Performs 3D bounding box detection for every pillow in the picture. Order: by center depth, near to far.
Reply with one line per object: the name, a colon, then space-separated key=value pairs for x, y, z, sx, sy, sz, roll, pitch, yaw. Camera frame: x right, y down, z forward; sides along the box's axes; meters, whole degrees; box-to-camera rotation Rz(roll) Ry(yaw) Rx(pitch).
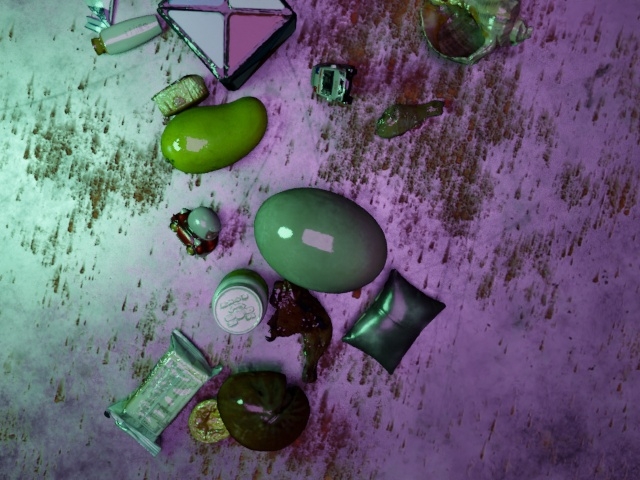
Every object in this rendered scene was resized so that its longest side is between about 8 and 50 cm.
pillow: x=0.196 y=0.223 z=1.985 sx=0.186 sy=0.106 sz=0.250 roll=34 pitch=97 yaw=-13

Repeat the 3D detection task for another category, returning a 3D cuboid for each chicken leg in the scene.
chicken leg: x=0.240 y=-0.329 z=1.944 sx=0.197 sy=0.069 sz=0.085 roll=-19 pitch=98 yaw=-6
chicken leg: x=-0.050 y=0.237 z=1.961 sx=0.177 sy=0.083 sz=0.322 roll=-44 pitch=124 yaw=-13

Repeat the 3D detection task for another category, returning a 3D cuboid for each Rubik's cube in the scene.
Rubik's cube: x=-0.223 y=-0.543 z=1.814 sx=0.250 sy=0.246 sz=0.248 roll=-44 pitch=96 yaw=3

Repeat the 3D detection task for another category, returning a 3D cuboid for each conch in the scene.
conch: x=0.401 y=-0.549 z=1.883 sx=0.291 sy=0.159 sz=0.210 roll=30 pitch=107 yaw=33

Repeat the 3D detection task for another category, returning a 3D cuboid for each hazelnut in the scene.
hazelnut: x=-0.154 y=0.448 z=1.949 sx=0.251 sy=0.217 sz=0.217 roll=29 pitch=95 yaw=-8

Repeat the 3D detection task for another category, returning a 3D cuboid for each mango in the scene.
mango: x=-0.270 y=-0.273 z=1.902 sx=0.293 sy=0.143 sz=0.175 roll=-24 pitch=91 yaw=-9

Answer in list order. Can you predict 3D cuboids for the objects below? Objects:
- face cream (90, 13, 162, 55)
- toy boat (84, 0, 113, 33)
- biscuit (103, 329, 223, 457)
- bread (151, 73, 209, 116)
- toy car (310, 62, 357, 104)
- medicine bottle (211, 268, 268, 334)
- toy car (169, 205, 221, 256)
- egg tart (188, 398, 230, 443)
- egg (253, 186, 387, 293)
face cream: x=-0.501 y=-0.531 z=1.905 sx=0.182 sy=0.051 sz=0.072 roll=-21 pitch=98 yaw=0
toy boat: x=-0.556 y=-0.681 z=1.896 sx=0.220 sy=0.067 sz=0.291 roll=11 pitch=107 yaw=-2
biscuit: x=-0.427 y=0.412 z=2.002 sx=0.186 sy=0.079 sz=0.309 roll=38 pitch=95 yaw=-3
bread: x=-0.355 y=-0.371 z=1.892 sx=0.140 sy=0.128 sz=0.069 roll=-28 pitch=99 yaw=8
toy car: x=0.031 y=-0.401 z=1.857 sx=0.108 sy=0.210 sz=0.090 roll=9 pitch=108 yaw=-5
medicine bottle: x=-0.205 y=0.157 z=1.888 sx=0.143 sy=0.258 sz=0.144 roll=0 pitch=96 yaw=-2
toy car: x=-0.316 y=-0.041 z=1.924 sx=0.139 sy=0.112 sz=0.112 roll=45 pitch=127 yaw=3
egg tart: x=-0.299 y=0.498 z=2.028 sx=0.130 sy=0.052 sz=0.131 roll=0 pitch=95 yaw=-3
egg: x=0.000 y=0.000 z=1.879 sx=0.352 sy=0.258 sz=0.259 roll=16 pitch=96 yaw=-2
